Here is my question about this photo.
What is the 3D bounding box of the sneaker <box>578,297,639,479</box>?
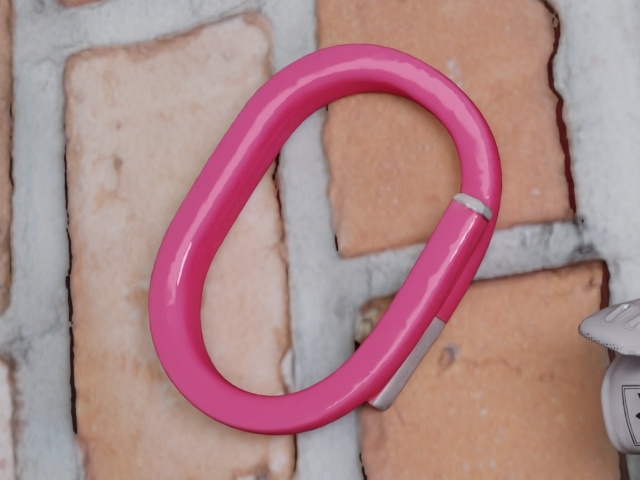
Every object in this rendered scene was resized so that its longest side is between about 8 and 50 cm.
[{"bbox_3d":[0.239,0.105,0.860,0.210,0.366,0.137,-10,98,26],"label":"sneaker"}]

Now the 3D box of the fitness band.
[{"bbox_3d":[0.000,0.000,1.124,0.209,0.054,0.291,32,89,24],"label":"fitness band"}]
